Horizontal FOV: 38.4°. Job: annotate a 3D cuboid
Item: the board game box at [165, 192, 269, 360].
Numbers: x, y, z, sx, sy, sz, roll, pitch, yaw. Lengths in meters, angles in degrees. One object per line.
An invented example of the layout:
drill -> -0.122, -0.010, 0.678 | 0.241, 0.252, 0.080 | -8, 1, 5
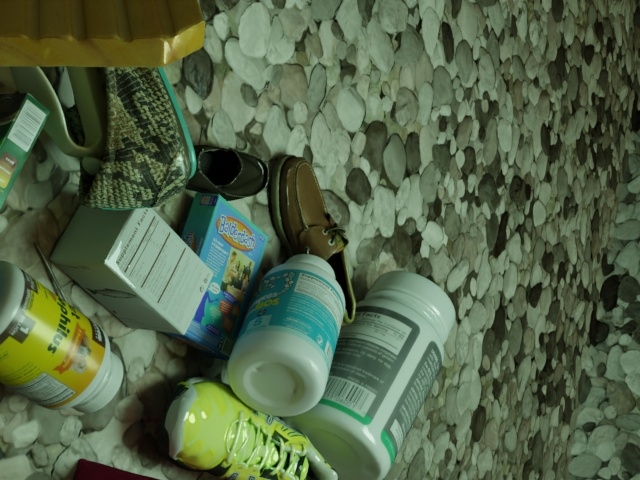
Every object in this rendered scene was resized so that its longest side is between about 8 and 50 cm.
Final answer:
board game box -> -0.159, 0.056, 1.374 | 0.160, 0.047, 0.210 | 43, 58, -55

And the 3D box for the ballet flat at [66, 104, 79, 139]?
ballet flat -> -0.266, -0.110, 1.208 | 0.188, 0.070, 0.070 | 32, 66, -48

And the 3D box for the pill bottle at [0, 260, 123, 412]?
pill bottle -> -0.330, 0.123, 1.080 | 0.215, 0.117, 0.117 | 49, 54, -46

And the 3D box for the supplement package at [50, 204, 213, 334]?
supplement package -> -0.244, 0.034, 1.210 | 0.179, 0.105, 0.105 | 52, 52, -43

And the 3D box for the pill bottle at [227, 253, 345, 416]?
pill bottle -> -0.043, 0.132, 1.411 | 0.264, 0.146, 0.146 | -72, 148, -55

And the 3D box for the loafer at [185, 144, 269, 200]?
loafer -> -0.142, -0.099, 1.370 | 0.220, 0.078, 0.080 | 0, 93, -55

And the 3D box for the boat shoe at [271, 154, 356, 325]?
boat shoe -> 0.000, 0.000, 1.561 | 0.111, 0.105, 0.307 | -37, 122, -48

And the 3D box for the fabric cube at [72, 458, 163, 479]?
fabric cube -> -0.194, 0.459, 1.182 | 0.254, 0.258, 0.259 | 46, 56, -46

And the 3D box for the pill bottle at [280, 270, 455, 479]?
pill bottle -> 0.097, 0.234, 1.634 | 0.361, 0.204, 0.204 | -54, 134, -38

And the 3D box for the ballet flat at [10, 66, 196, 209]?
ballet flat -> -0.282, -0.266, 1.067 | 0.182, 0.164, 0.482 | -15, 94, -33

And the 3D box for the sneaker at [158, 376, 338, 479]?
sneaker -> -0.098, 0.306, 1.393 | 0.385, 0.147, 0.145 | 40, 60, -53

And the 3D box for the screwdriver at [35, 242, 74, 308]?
screwdriver -> -0.328, 0.076, 1.175 | 0.024, 0.025, 0.169 | -46, 119, -43

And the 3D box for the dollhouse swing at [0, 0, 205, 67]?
dollhouse swing -> -0.264, -0.344, 0.826 | 0.347, 0.305, 0.315 | -2, 113, -15

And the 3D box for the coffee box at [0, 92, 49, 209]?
coffee box -> -0.379, -0.075, 1.000 | 0.040, 0.113, 0.184 | 45, 58, -49
